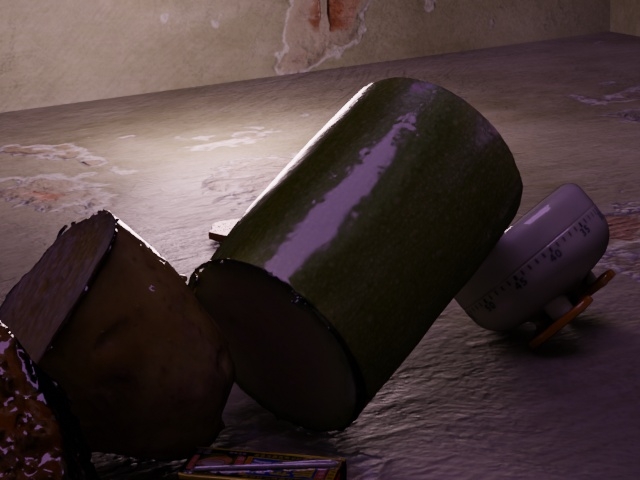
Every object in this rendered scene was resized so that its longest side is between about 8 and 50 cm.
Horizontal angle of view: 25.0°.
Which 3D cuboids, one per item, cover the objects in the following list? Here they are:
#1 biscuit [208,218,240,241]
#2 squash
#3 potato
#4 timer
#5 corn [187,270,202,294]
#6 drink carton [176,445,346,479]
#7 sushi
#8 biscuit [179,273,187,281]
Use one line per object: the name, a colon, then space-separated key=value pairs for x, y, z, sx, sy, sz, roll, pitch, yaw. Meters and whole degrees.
biscuit: x=-0.130 y=-0.017 z=2.468 sx=0.130 sy=0.019 sz=0.102 roll=-13 pitch=21 yaw=-34
squash: x=0.043 y=0.009 z=1.735 sx=0.263 sy=0.263 sz=0.384 roll=11 pitch=46 yaw=37
potato: x=-0.224 y=0.142 z=1.627 sx=0.237 sy=0.301 sz=0.288 roll=34 pitch=13 yaw=-23
timer: x=0.266 y=0.007 z=1.964 sx=0.233 sy=0.240 sz=0.233 roll=-39 pitch=-4 yaw=-4
corn: x=-0.091 y=0.099 z=1.953 sx=0.262 sy=0.097 sz=0.097 roll=14 pitch=24 yaw=41
drink carton: x=-0.059 y=0.253 z=1.503 sx=0.166 sy=0.056 sz=0.071 roll=2 pitch=20 yaw=12
sushi: x=-0.327 y=0.218 z=1.321 sx=0.234 sy=0.207 sz=0.348 roll=-32 pitch=42 yaw=-10
biscuit: x=-0.251 y=0.068 z=2.206 sx=0.081 sy=0.018 sz=0.083 roll=2 pitch=18 yaw=12
